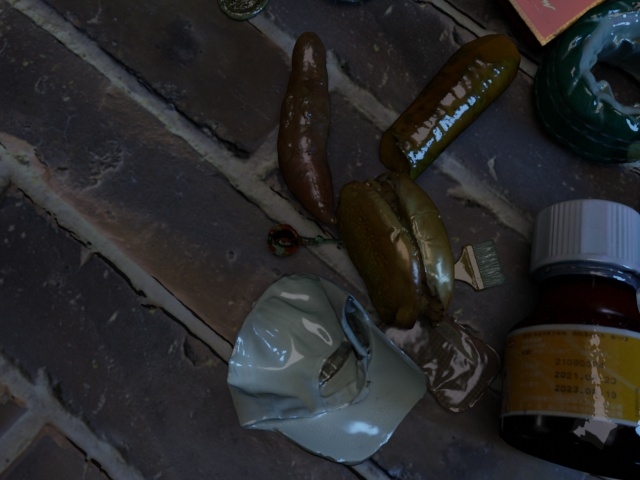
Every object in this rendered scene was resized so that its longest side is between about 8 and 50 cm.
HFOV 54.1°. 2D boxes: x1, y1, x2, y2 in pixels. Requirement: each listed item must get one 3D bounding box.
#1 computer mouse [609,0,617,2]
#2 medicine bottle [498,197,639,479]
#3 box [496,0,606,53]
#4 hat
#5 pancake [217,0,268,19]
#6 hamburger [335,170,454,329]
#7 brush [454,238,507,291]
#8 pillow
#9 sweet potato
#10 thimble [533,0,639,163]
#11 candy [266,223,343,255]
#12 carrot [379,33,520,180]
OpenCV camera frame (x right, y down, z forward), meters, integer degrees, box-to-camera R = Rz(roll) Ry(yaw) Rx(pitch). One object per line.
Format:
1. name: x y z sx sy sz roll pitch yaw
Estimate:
1. computer mouse: 0.484 -0.509 1.179 0.232 0.057 0.120 29 80 5
2. medicine bottle: 0.411 0.142 0.964 0.243 0.242 0.395 15 66 1
3. box: 0.447 -0.471 1.118 0.240 0.074 0.153 -36 92 11
4. hat: 0.023 0.198 0.992 0.301 0.168 0.258 35 103 -18
5. pancake: -0.148 -0.463 1.170 0.108 0.017 0.108 1 77 -6
6. hamburger: 0.132 0.001 1.002 0.144 0.156 0.283 -17 68 -20
7. brush: 0.213 0.059 1.078 0.205 0.011 0.083 -13 80 -4
8. pillow: 0.194 0.181 1.041 0.211 0.034 0.135 39 77 4
9. sweet potato: -0.029 -0.187 1.081 0.106 0.095 0.354 -16 73 41
10. thimble: 0.525 -0.264 1.075 0.288 0.167 0.254 26 79 4
11. candy: 0.000 0.000 1.074 0.185 0.049 0.055 1 85 -10
12. carrot: 0.222 -0.236 1.091 0.114 0.114 0.302 44 82 7
